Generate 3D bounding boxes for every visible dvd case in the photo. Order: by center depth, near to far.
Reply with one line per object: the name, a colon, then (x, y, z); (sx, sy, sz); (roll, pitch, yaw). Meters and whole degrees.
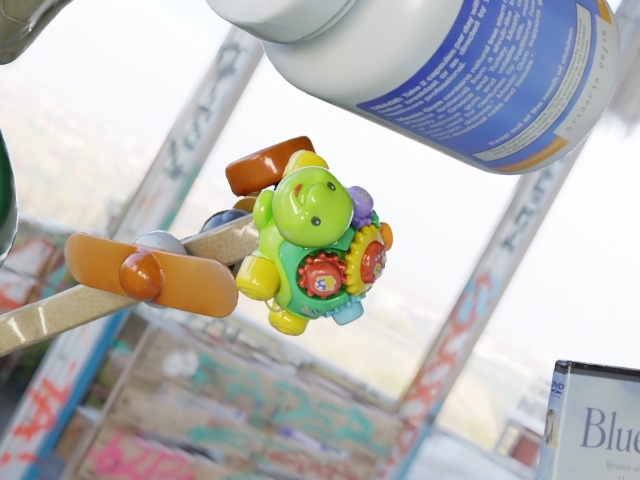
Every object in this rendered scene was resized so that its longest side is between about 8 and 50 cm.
dvd case: (0.211, 0.208, 0.899); (0.180, 0.253, 0.022); (8, 1, -17)

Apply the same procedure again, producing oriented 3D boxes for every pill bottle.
pill bottle: (0.057, -0.144, 0.896); (0.152, 0.152, 0.272); (29, 7, 42)

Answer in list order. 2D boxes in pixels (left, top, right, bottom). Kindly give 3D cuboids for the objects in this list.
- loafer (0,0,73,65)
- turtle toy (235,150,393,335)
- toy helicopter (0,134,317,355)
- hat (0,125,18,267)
loafer: (-0.154, -0.159, 0.805); (0.056, 0.148, 0.050); (23, -35, 0)
turtle toy: (0.000, 0.000, 0.818); (0.066, 0.095, 0.130); (14, -20, 27)
toy helicopter: (-0.146, 0.036, 1.233); (0.140, 0.355, 0.235); (68, 16, -2)
hat: (-0.245, -0.032, 0.563); (0.208, 0.183, 0.173); (39, 28, -77)
